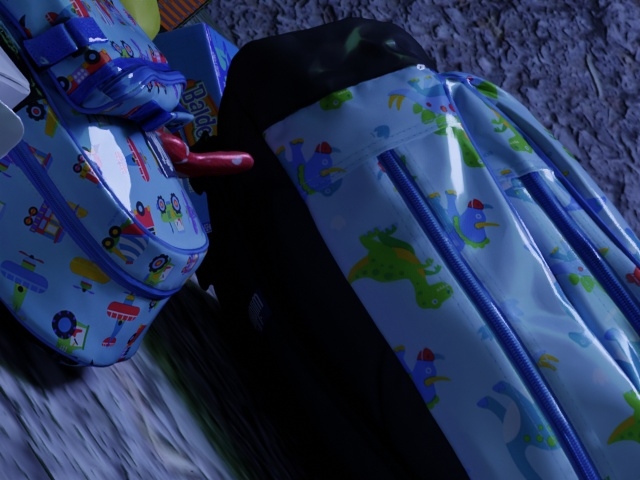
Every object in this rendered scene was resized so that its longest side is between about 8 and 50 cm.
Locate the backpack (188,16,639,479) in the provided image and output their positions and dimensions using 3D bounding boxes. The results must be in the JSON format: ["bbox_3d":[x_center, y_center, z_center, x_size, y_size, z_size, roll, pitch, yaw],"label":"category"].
[{"bbox_3d":[0.091,0.080,0.897,0.290,0.273,0.356,96,-22,-55],"label":"backpack"}]

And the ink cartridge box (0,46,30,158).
[{"bbox_3d":[-0.168,-0.064,0.479,0.143,0.092,0.090,50,6,9],"label":"ink cartridge box"}]

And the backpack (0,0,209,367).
[{"bbox_3d":[-0.111,-0.037,0.652,0.173,0.117,0.158,53,6,5],"label":"backpack"}]

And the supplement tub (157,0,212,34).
[{"bbox_3d":[-0.139,-0.200,1.134,0.117,0.190,0.117,50,5,-6],"label":"supplement tub"}]

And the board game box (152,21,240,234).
[{"bbox_3d":[-0.067,-0.069,1.187,0.210,0.047,0.160,12,63,-81],"label":"board game box"}]

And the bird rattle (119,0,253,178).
[{"bbox_3d":[-0.164,-0.093,0.826,0.207,0.143,0.253,31,29,-39],"label":"bird rattle"}]
